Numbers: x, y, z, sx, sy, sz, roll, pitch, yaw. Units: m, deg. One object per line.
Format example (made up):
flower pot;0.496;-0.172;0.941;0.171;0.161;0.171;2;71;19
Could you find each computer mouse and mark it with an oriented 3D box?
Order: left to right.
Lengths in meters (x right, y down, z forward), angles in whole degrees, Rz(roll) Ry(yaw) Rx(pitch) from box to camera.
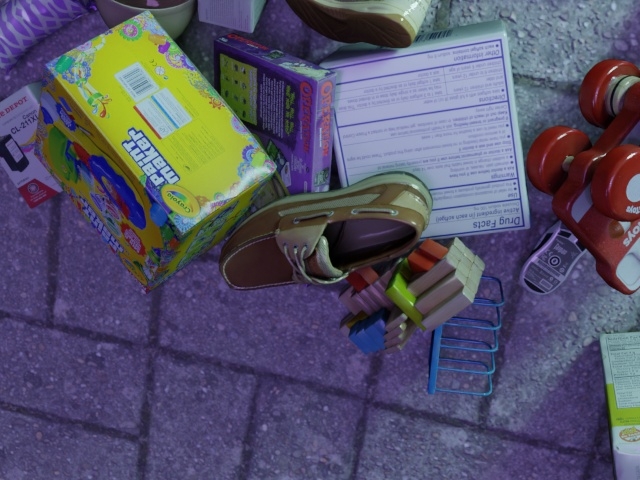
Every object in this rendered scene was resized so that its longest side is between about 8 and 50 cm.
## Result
computer mouse;0.381;0.000;1.360;0.106;0.042;0.193;35;107;-8

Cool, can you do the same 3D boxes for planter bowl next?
planter bowl;-0.262;-0.352;1.311;0.162;0.162;0.109;20;139;4

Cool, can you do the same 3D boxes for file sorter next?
file sorter;0.232;0.150;1.403;0.104;0.118;0.170;6;111;6

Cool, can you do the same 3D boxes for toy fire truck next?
toy fire truck;0.460;-0.102;1.233;0.254;0.169;0.302;42;85;-32

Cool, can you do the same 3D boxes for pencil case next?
pencil case;-0.453;-0.352;1.380;0.206;0.086;0.088;-27;130;20

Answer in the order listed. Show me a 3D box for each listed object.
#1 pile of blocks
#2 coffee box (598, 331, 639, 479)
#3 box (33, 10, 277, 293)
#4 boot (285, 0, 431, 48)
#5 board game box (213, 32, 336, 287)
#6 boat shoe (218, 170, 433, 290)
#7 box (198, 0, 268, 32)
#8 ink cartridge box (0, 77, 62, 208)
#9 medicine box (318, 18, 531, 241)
pile of blocks;0.096;0.087;1.330;0.112;0.149;0.362;44;147;-7
coffee box;0.606;0.342;1.279;0.338;0.334;0.338;-7;109;16
box;-0.253;-0.117;1.277;0.290;0.177;0.279;50;152;3
boot;0.080;-0.386;1.242;0.095;0.262;0.203;42;77;-42
board game box;-0.076;-0.117;1.319;0.208;0.056;0.347;32;132;35
boat shoe;0.000;0.000;1.224;0.324;0.120;0.122;-21;118;19
box;-0.123;-0.378;1.273;0.087;0.101;0.102;16;142;6
ink cartridge box;-0.472;-0.162;1.454;0.127;0.072;0.175;-27;103;20
medicine box;0.160;-0.153;1.289;0.263;0.149;0.289;-7;109;14
